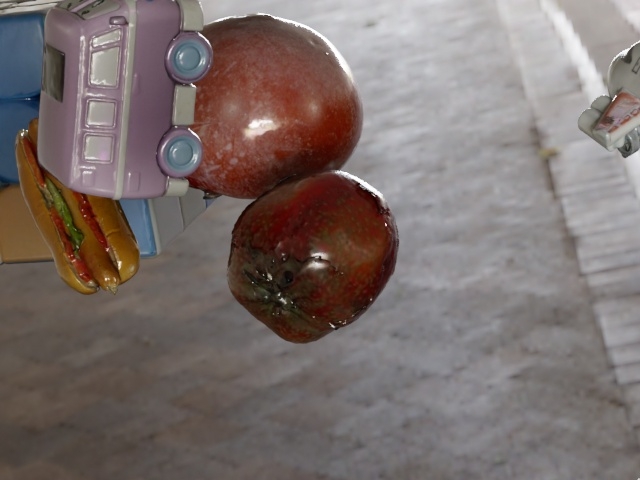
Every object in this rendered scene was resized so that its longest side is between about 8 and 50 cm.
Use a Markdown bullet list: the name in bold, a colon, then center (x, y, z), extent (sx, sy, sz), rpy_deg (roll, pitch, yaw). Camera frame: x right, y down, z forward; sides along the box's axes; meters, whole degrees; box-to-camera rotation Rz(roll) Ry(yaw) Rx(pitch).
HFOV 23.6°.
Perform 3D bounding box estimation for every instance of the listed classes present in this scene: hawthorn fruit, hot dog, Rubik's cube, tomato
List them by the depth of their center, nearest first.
- **hot dog**: center (-0.251, -0.036, 1.578), extent (0.092, 0.062, 0.236), rpy_deg (-24, 60, -12)
- **hawthorn fruit**: center (0.000, 0.000, 1.647), extent (0.181, 0.181, 0.235), rpy_deg (-7, 25, 26)
- **tomato**: center (-0.080, -0.170, 1.916), extent (0.270, 0.227, 0.270), rpy_deg (-2, 18, 1)
- **Rubik's cube**: center (-0.356, -0.172, 2.153), extent (0.346, 0.344, 0.347), rpy_deg (-3, 17, 15)

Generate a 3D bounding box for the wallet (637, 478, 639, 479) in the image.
- **wallet**: center (0.316, 0.247, 1.141), extent (0.160, 0.055, 0.236), rpy_deg (-25, 33, -23)

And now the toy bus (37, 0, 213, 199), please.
- **toy bus**: center (-0.194, -0.149, 1.492), extent (0.142, 0.202, 0.142), rpy_deg (0, 15, -25)

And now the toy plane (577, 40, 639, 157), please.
- **toy plane**: center (0.421, -0.160, 1.761), extent (0.252, 0.118, 0.252), rpy_deg (-9, 33, 6)
